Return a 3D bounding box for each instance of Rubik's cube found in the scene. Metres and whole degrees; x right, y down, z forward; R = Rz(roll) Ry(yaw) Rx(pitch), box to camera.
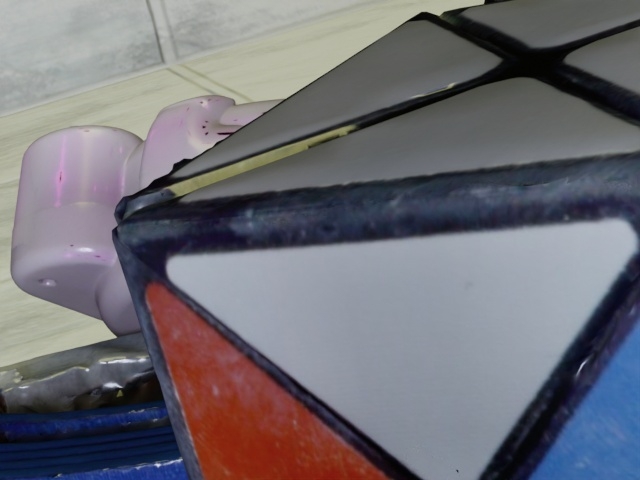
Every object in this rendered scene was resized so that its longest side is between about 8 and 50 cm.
[{"bbox_3d":[0.134,0.056,0.862,0.307,0.305,0.310,-4,22,38],"label":"Rubik's cube"}]

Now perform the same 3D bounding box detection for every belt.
[{"bbox_3d":[-0.087,0.133,1.092,0.347,0.117,0.212,-9,18,16],"label":"belt"}]

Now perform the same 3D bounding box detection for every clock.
[{"bbox_3d":[0.000,0.000,1.185,0.322,0.113,0.295,-14,-26,39],"label":"clock"}]
